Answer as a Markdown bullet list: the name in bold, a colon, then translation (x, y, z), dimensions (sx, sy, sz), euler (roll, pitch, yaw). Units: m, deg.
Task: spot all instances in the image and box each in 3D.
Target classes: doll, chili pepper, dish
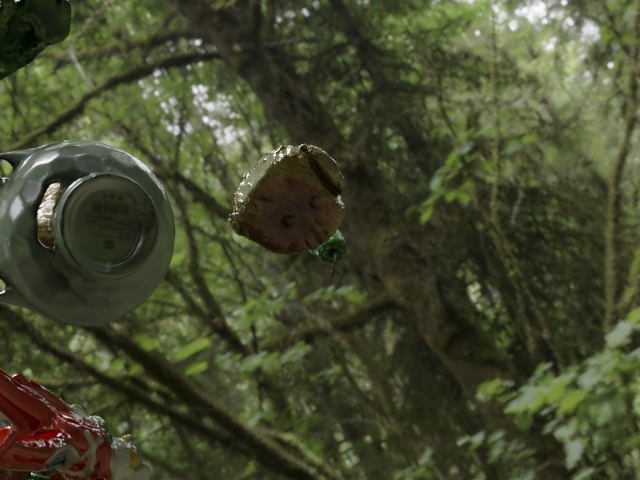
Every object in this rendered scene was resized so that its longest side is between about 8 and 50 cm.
- **doll**: translation (-0.320, 0.253, 1.312), dimensions (0.099, 0.188, 0.384), euler (-33, -29, -1)
- **chili pepper**: translation (-0.006, 0.000, 2.468), dimensions (0.100, 0.074, 0.257), euler (-53, 23, -2)
- **chili pepper**: translation (-0.548, -0.330, 1.708), dimensions (0.385, 0.167, 0.213), euler (5, 51, 47)
- **dish**: translation (-0.320, -0.017, 1.491), dimensions (0.303, 0.303, 0.120), euler (-19, 6, -33)

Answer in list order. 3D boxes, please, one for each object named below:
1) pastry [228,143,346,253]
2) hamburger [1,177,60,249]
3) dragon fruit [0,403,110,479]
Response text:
- **pastry**: translation (-0.061, -0.072, 1.974), dimensions (0.229, 0.100, 0.218), euler (-17, -56, 1)
- **hamburger**: translation (-0.662, -0.041, 2.484), dimensions (0.283, 0.259, 0.144), euler (-1, -51, 2)
- **dragon fruit**: translation (-0.539, 0.401, 2.038), dimensions (0.295, 0.268, 0.130), euler (8, -57, -41)
